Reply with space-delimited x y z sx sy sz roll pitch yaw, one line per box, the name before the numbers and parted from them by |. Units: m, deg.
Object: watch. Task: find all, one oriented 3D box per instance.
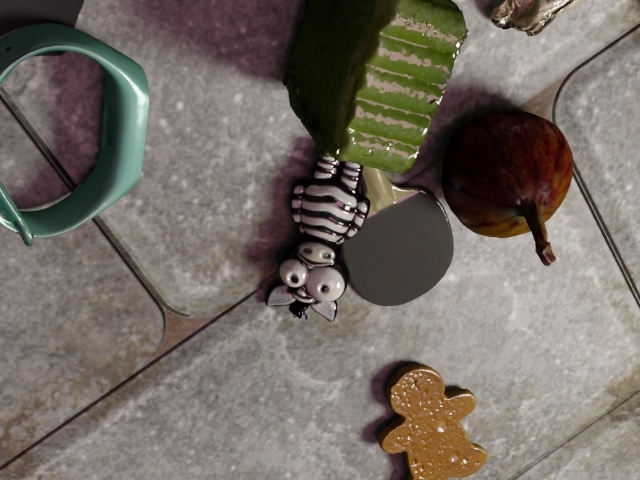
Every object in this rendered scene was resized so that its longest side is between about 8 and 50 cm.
watch | -0.273 -0.105 1.639 0.195 0.068 0.237 -9 128 -26

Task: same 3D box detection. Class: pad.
pad | -0.318 -0.222 1.557 0.193 0.004 0.116 -6 141 -37

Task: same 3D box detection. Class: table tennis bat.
table tennis bat | 0.079 -0.023 1.880 0.138 0.022 0.246 -27 126 -7

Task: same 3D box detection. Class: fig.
fig | 0.209 -0.071 1.828 0.149 0.202 0.148 6 104 12

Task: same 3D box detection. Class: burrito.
burrito | 0.295 -0.295 1.800 0.229 0.063 0.058 -28 153 -9

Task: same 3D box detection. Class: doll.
doll | 0.000 0.000 1.829 0.091 0.067 0.219 15 114 1

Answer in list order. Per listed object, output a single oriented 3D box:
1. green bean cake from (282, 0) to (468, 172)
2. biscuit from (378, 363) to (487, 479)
green bean cake | 0.051 -0.194 1.657 0.113 0.214 0.200 9 113 -23
biscuit | 0.138 0.235 2.042 0.138 0.031 0.205 -29 125 -7
